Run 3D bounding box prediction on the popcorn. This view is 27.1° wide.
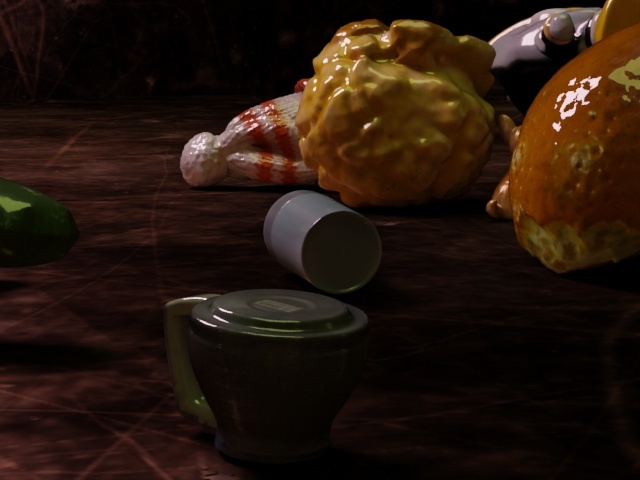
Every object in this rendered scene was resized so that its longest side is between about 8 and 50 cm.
[{"bbox_3d":[0.068,-0.107,1.144,0.180,0.180,0.170,5,44,28],"label":"popcorn"}]

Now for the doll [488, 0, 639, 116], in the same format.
[{"bbox_3d":[0.217,-0.151,1.140,0.145,0.103,0.316,-11,1,-10],"label":"doll"}]

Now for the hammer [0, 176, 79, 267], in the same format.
[{"bbox_3d":[-0.282,-0.037,0.694,0.335,0.119,0.206,9,19,15],"label":"hammer"}]

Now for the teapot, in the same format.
[{"bbox_3d":[-0.025,0.049,0.491,0.088,0.057,0.066,11,12,38],"label":"teapot"}]

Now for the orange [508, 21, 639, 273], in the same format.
[{"bbox_3d":[0.234,-0.063,0.872,0.237,0.159,0.179,-4,-6,-18],"label":"orange"}]

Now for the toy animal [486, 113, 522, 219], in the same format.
[{"bbox_3d":[0.161,-0.060,1.085,0.081,0.083,0.060,-4,10,-40],"label":"toy animal"}]

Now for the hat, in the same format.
[{"bbox_3d":[-0.054,-0.088,1.269,0.162,0.112,0.093,-12,-17,-9],"label":"hat"}]

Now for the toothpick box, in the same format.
[{"bbox_3d":[0.000,0.000,0.803,0.052,0.052,0.083,-3,11,-17],"label":"toothpick box"}]
